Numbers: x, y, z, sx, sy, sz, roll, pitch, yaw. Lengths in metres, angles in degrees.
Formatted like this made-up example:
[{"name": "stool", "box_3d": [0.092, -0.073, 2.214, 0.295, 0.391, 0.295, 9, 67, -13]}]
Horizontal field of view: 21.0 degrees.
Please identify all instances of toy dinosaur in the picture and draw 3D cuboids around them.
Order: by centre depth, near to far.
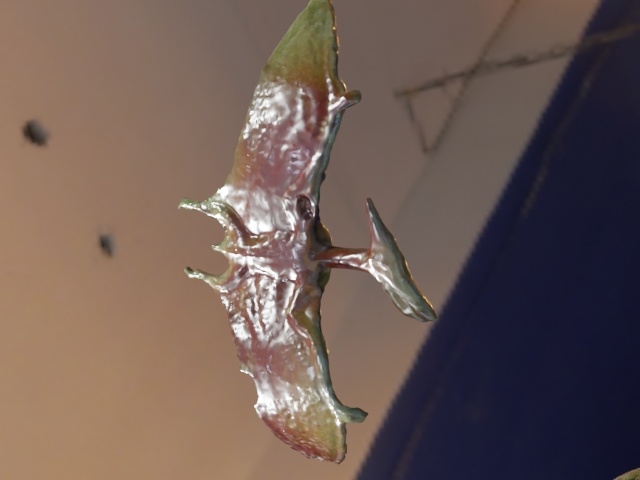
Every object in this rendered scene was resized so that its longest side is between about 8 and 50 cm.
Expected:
[{"name": "toy dinosaur", "box_3d": [-0.008, -0.006, 1.247, 0.113, 0.206, 0.327, -13, -101, -56]}]

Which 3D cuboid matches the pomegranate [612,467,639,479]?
[{"name": "pomegranate", "box_3d": [0.378, 0.201, 1.584, 0.302, 0.236, 0.236, -35, -63, -9]}]
